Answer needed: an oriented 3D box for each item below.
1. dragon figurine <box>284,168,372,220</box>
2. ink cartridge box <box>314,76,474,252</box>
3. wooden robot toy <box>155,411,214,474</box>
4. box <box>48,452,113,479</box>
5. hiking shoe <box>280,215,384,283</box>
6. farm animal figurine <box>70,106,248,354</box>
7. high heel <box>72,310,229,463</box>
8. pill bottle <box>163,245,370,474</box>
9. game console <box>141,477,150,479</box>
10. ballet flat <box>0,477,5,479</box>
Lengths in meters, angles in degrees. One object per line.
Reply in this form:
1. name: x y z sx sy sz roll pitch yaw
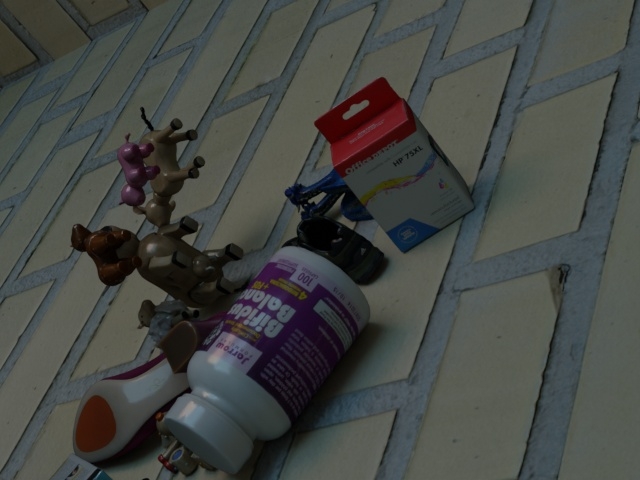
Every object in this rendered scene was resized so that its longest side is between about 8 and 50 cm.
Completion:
1. dragon figurine: 0.059 -0.087 2.124 0.289 0.085 0.144 2 49 54
2. ink cartridge box: 0.107 -0.111 1.935 0.134 0.231 0.078 -33 27 15
3. wooden robot toy: -0.215 0.288 1.919 0.076 0.079 0.173 -46 27 -11
4. box: -0.355 0.378 1.921 0.100 0.060 0.244 -49 13 -16
5. hiking shoe: 0.000 0.000 2.036 0.227 0.114 0.086 2 48 53
6. farm animal figurine: -0.270 -0.002 2.171 0.172 0.327 0.330 -22 29 43
7. high heel: -0.231 0.239 2.050 0.377 0.181 0.127 -38 64 34
8. pill bottle: -0.078 0.168 1.825 0.169 0.169 0.301 3 50 54
9. game console: -0.293 0.396 1.861 0.122 0.071 0.107 -38 -18 6
10. ballet flat: -0.508 0.399 1.974 0.123 0.123 0.348 -52 9 -22
